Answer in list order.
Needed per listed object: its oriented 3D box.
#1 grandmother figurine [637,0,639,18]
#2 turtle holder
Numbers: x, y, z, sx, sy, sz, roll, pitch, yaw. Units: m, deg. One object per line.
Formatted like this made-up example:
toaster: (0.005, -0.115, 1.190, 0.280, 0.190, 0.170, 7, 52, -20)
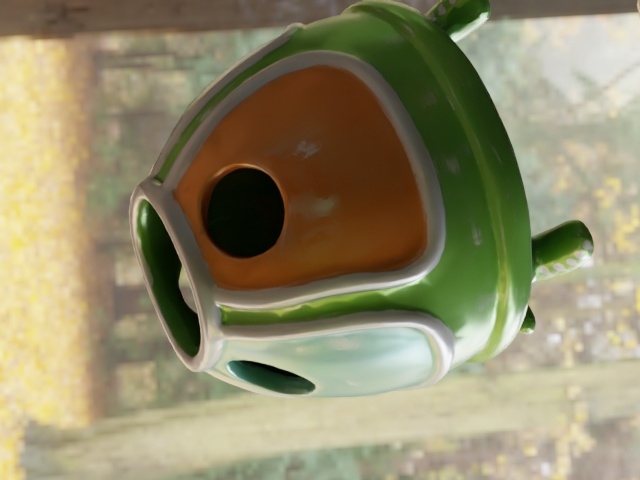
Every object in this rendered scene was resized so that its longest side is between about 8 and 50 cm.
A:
grandmother figurine: (0.343, -0.212, 1.113, 0.342, 0.104, 0.208, -29, -141, 44)
turtle holder: (-0.004, -0.017, 1.094, 0.320, 0.227, 0.243, 18, -52, 68)
